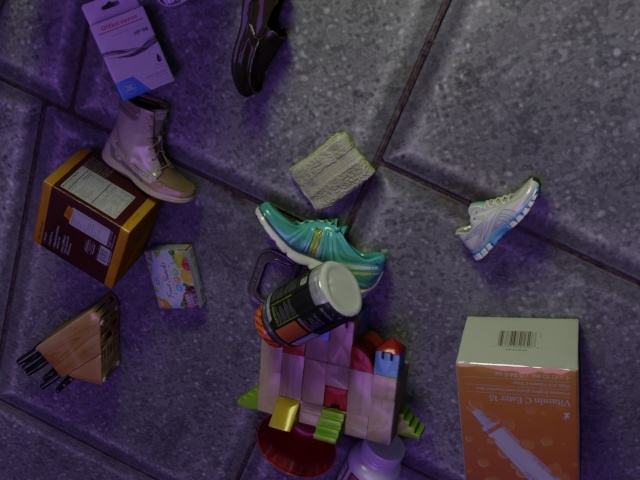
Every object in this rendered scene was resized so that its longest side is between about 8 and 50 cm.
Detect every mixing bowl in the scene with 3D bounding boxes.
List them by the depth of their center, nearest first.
[{"bbox_3d":[-0.039,0.417,1.770,0.181,0.098,0.181,8,119,14],"label":"mixing bowl"}]

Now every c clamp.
[{"bbox_3d":[-0.080,0.085,1.657,0.137,0.022,0.160,29,121,2],"label":"c clamp"}]

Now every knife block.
[{"bbox_3d":[-0.588,0.230,1.863,0.242,0.088,0.275,13,120,11],"label":"knife block"}]

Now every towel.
[{"bbox_3d":[0.020,-0.126,1.511,0.148,0.027,0.110,-33,103,29],"label":"towel"}]

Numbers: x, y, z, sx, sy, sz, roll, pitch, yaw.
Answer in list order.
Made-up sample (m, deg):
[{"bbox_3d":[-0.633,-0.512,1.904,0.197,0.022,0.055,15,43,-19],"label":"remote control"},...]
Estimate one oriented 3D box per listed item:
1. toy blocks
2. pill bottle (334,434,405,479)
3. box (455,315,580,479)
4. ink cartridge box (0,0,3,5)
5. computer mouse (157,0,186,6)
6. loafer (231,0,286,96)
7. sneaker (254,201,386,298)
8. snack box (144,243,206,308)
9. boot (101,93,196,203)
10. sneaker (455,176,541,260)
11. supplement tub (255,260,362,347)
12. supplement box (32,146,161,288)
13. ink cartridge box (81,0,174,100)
[{"bbox_3d":[0.029,0.241,1.629,0.381,0.191,0.261,11,107,19],"label":"toy blocks"},{"bbox_3d":[0.103,0.513,1.760,0.121,0.121,0.216,25,122,5],"label":"pill bottle"},{"bbox_3d":[0.385,0.335,1.545,0.215,0.168,0.345,-1,116,19],"label":"box"},{"bbox_3d":[-0.742,-0.445,1.501,0.197,0.198,0.270,39,121,-4],"label":"ink cartridge box"},{"bbox_3d":[-0.209,-0.472,1.402,0.193,0.042,0.106,-21,113,21],"label":"computer mouse"},{"bbox_3d":[-0.101,-0.349,1.404,0.078,0.080,0.220,16,120,11],"label":"loafer"},{"bbox_3d":[0.000,0.000,1.559,0.275,0.107,0.110,32,103,-5],"label":"sneaker"},{"bbox_3d":[-0.308,0.077,1.720,0.100,0.037,0.141,-1,116,20],"label":"snack box"},{"bbox_3d":[-0.317,-0.181,1.564,0.213,0.077,0.165,32,122,9],"label":"boot"},{"bbox_3d":[0.309,-0.050,1.432,0.083,0.071,0.190,40,121,2],"label":"sneaker"},{"bbox_3d":[-0.026,0.124,1.496,0.190,0.117,0.117,-30,104,35],"label":"supplement tub"},{"bbox_3d":[-0.451,-0.044,1.630,0.194,0.129,0.191,31,135,1],"label":"supplement box"},{"bbox_3d":[-0.351,-0.357,1.470,0.104,0.060,0.180,-25,111,-8],"label":"ink cartridge box"}]
